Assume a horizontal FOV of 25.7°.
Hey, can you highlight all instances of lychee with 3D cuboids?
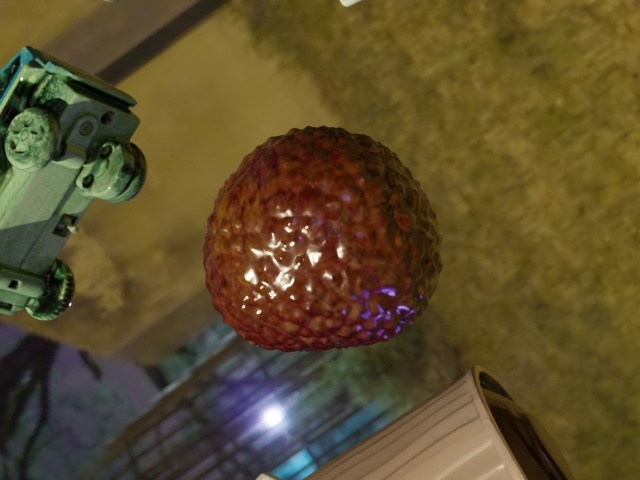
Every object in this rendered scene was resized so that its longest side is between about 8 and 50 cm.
[{"bbox_3d":[0.000,0.000,1.465,0.260,0.261,0.260,55,-177,-4],"label":"lychee"}]

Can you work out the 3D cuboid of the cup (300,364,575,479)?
[{"bbox_3d":[0.072,0.247,0.993,0.208,0.273,0.288,60,-171,21],"label":"cup"}]

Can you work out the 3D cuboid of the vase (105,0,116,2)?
[{"bbox_3d":[-0.206,-0.338,1.460,0.060,0.060,0.211,57,144,32],"label":"vase"}]

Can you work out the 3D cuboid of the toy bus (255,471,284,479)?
[{"bbox_3d":[-0.087,0.362,1.647,0.089,0.194,0.087,36,171,4],"label":"toy bus"}]

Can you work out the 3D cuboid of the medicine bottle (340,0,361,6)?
[{"bbox_3d":[0.061,-0.255,1.255,0.055,0.074,0.118,59,-146,-2],"label":"medicine bottle"}]

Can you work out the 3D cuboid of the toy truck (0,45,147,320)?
[{"bbox_3d":[-0.305,-0.052,1.453,0.156,0.279,0.155,42,-167,37],"label":"toy truck"}]
